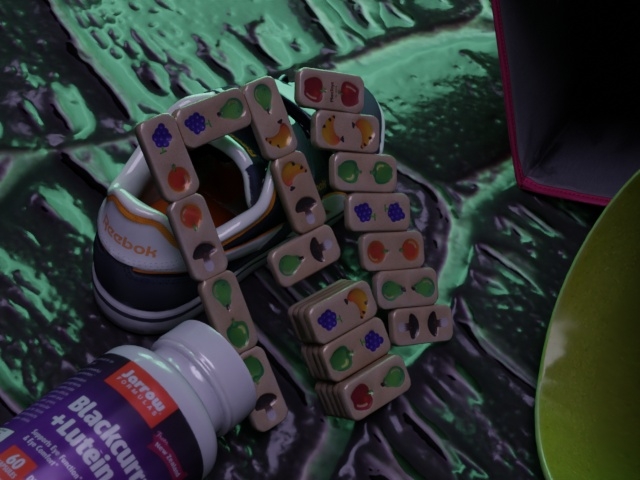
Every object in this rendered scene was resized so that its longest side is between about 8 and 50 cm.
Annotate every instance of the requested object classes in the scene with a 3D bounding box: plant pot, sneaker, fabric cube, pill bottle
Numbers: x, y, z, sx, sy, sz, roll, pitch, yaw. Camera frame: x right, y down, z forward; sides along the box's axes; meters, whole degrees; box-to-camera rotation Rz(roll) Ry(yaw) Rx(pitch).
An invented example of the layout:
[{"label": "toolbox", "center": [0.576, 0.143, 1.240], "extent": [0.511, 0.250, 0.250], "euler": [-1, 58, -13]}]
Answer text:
[{"label": "plant pot", "center": [0.346, 0.106, 0.871], "extent": [0.294, 0.275, 0.274], "euler": [21, 49, -15]}, {"label": "sneaker", "center": [-0.046, -0.061, 0.987], "extent": [0.126, 0.127, 0.321], "euler": [33, 51, 16]}, {"label": "fabric cube", "center": [0.317, -0.191, 1.036], "extent": [0.259, 0.254, 0.258], "euler": [14, 43, 33]}, {"label": "pill bottle", "center": [-0.136, 0.136, 0.817], "extent": [0.108, 0.108, 0.193], "euler": [40, 55, 20]}]

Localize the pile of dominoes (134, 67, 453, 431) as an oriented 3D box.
[{"label": "pile of dominoes", "center": [0.000, 0.000, 0.901], "extent": [0.196, 0.040, 0.251], "euler": [-27, 103, -31]}]
